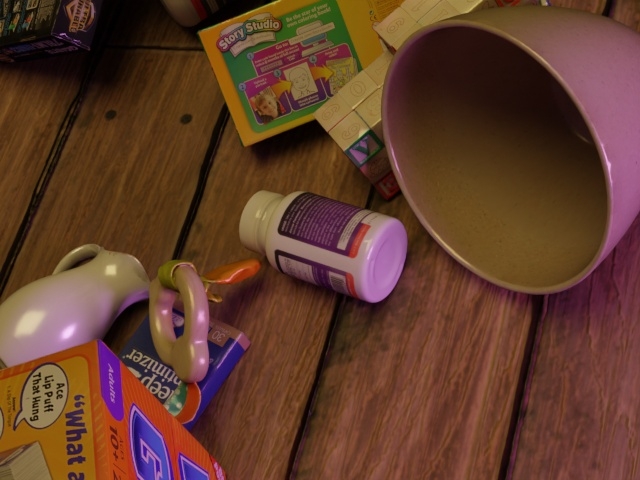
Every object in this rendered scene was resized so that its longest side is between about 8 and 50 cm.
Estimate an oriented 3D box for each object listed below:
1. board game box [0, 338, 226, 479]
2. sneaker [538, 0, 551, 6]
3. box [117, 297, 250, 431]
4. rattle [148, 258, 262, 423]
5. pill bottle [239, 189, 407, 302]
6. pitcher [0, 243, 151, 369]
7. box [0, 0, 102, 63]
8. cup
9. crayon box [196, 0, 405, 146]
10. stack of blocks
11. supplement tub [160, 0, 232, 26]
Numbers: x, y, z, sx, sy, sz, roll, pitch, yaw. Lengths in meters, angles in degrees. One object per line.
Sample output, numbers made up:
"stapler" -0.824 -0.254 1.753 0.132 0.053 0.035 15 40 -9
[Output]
"board game box" -0.300 0.377 1.370 0.356 0.356 0.357 -17 55 9
"sneaker" 0.282 -0.267 1.754 0.058 0.052 0.135 -13 53 21
"box" -0.203 0.184 1.656 0.136 0.036 0.225 24 71 30
"rattle" -0.132 0.125 1.628 0.130 0.142 0.200 -34 63 34
"pill bottle" 0.000 0.000 1.652 0.193 0.108 0.108 18 67 28
"pitcher" -0.335 0.088 1.726 0.207 0.125 0.177 -38 33 -19
"box" -0.392 -0.413 1.953 0.293 0.073 0.296 2 77 54
"cup" 0.267 -0.137 1.546 0.331 0.331 0.237 32 48 33
"crayon box" -0.004 -0.251 1.773 0.278 0.165 0.081 -20 10 7
"stack of blocks" 0.139 -0.208 1.664 0.297 0.171 0.087 -40 49 4
"supplement tub" -0.137 -0.453 1.937 0.272 0.191 0.191 -33 54 -2
